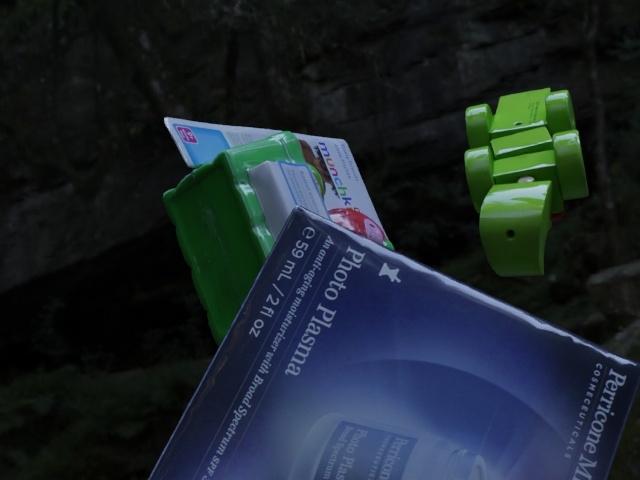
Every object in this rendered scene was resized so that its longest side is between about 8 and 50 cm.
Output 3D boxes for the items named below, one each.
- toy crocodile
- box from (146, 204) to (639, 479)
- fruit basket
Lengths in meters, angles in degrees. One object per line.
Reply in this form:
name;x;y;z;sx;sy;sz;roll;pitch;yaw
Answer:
toy crocodile;0.216;-0.080;0.954;0.115;0.105;0.340;-10;25;16
box;0.044;0.179;0.699;0.294;0.296;0.183;25;-22;5
fruit basket;0.000;0.000;1.078;0.165;0.327;0.353;-34;-19;37
